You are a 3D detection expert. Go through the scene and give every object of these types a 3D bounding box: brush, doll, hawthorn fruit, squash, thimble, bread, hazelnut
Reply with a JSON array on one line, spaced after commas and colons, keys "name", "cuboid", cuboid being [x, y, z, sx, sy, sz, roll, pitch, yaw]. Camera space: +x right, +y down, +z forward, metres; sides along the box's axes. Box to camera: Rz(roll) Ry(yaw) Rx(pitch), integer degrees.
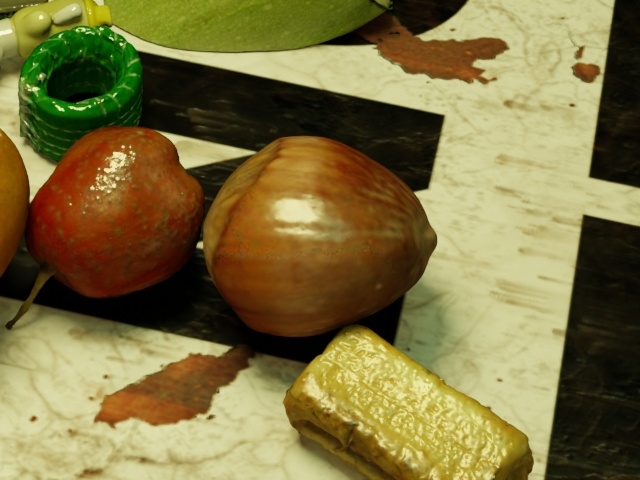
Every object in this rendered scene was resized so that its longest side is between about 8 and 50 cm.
[{"name": "brush", "cuboid": [-0.375, -0.235, 1.980, 0.190, 0.027, 0.034, -6, 46, -2]}, {"name": "doll", "cuboid": [-0.291, -0.206, 1.921, 0.162, 0.106, 0.062, -13, 82, -11]}, {"name": "hawthorn fruit", "cuboid": [-0.204, -0.008, 1.718, 0.162, 0.162, 0.203, 38, 62, 24]}, {"name": "squash", "cuboid": [-0.076, -0.271, 2.050, 0.260, 0.189, 0.189, -27, 48, 17]}, {"name": "thimble", "cuboid": [-0.234, -0.141, 1.869, 0.130, 0.090, 0.118, -27, 59, -27]}, {"name": "bread", "cuboid": [0.076, 0.164, 1.645, 0.211, 0.083, 0.114, 33, 58, 21]}, {"name": "hazelnut", "cuboid": [0.000, 0.000, 1.712, 0.214, 0.176, 0.214, 0, 28, 0]}]

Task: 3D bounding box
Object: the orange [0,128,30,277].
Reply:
[{"name": "orange", "cuboid": [-0.368, -0.019, 1.659, 0.240, 0.171, 0.240, -24, 40, 22]}]
